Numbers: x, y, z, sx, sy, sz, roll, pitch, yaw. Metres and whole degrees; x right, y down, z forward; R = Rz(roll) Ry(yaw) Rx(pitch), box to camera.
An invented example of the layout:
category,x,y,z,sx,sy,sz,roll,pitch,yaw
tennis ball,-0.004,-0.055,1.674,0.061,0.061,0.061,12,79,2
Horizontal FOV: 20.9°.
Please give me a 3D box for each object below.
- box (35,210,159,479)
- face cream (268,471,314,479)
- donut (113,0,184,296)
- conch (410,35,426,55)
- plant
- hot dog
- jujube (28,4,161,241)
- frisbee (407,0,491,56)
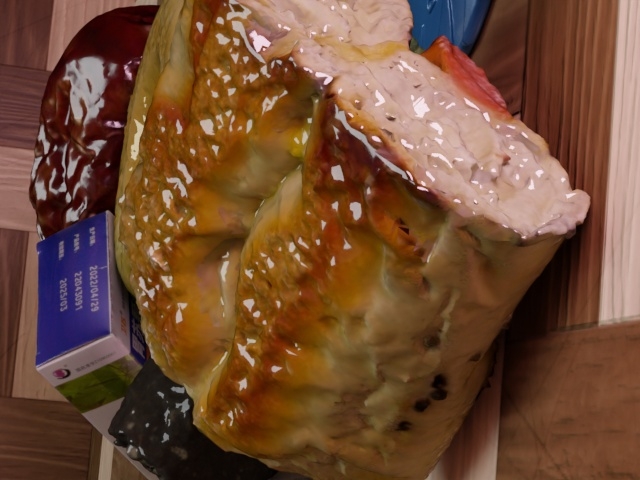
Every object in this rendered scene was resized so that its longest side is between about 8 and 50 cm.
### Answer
category,x,y,z,sx,sy,sz,roll,pitch,yaw
box,-0.207,0.139,2.020,0.299,0.106,0.200,51,-159,-41
face cream,-0.016,0.264,1.562,0.311,0.092,0.092,-108,28,-61
donut,-0.100,-0.108,1.860,0.449,0.198,0.449,-173,90,-75
conch,0.068,-0.073,1.376,0.079,0.095,0.200,-35,-44,-72
plant,-0.062,0.113,1.567,0.274,0.149,0.146,-46,49,-4
hot dog,0.000,0.000,1.285,0.367,0.196,0.365,50,134,30
jujube,-0.237,-0.115,2.276,0.276,0.276,0.377,-107,28,-58
frisbee,0.098,-0.251,1.450,0.242,0.045,0.242,-175,90,-76
